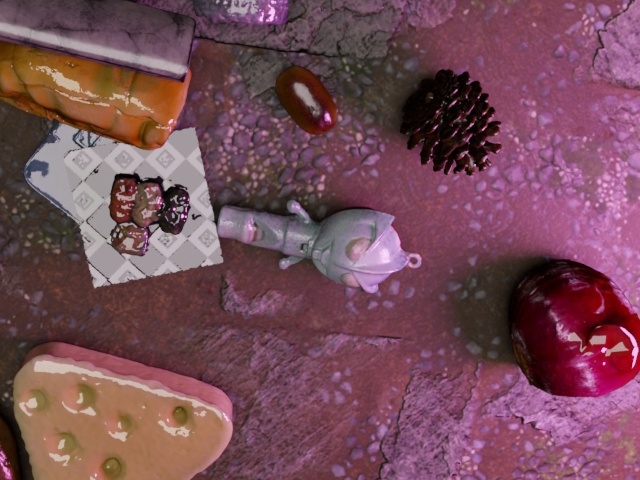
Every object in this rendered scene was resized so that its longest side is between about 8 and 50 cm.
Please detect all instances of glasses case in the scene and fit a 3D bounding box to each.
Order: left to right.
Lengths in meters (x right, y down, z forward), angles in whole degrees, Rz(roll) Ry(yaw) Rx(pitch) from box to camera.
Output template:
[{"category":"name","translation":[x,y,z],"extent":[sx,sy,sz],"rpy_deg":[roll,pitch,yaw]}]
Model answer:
[{"category":"glasses case","translation":[-0.338,-0.311,1.404],"extent":[0.299,0.060,0.114],"rpy_deg":[11,62,-13]}]

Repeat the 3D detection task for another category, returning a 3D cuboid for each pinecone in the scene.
[{"category":"pinecone","translation":[0.221,-0.180,1.555],"extent":[0.163,0.163,0.165],"rpy_deg":[-45,115,7]}]

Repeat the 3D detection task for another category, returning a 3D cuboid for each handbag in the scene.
[{"category":"handbag","translation":[-0.356,-0.108,1.579],"extent":[0.229,0.062,0.179],"rpy_deg":[37,95,-11]}]

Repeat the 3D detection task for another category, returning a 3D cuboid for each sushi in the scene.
[{"category":"sushi","translation":[-0.287,-0.048,1.540],"extent":[0.219,0.047,0.231],"rpy_deg":[-11,102,-4]}]

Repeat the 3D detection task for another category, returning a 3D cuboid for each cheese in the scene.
[{"category":"cheese","translation":[-0.385,0.323,1.655],"extent":[0.383,0.104,0.384],"rpy_deg":[-1,105,-4]}]

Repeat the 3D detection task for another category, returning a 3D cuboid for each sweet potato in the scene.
[{"category":"sweet potato","translation":[-0.575,0.412,1.664],"extent":[0.112,0.112,0.359],"rpy_deg":[-8,101,-2]}]

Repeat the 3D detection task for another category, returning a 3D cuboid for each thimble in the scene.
[{"category":"thimble","translation":[-0.124,-0.388,1.482],"extent":[0.150,0.150,0.098],"rpy_deg":[6,102,-5]}]

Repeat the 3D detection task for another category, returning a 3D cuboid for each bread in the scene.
[{"category":"bread","translation":[-0.354,-0.250,1.479],"extent":[0.294,0.167,0.132],"rpy_deg":[18,142,-6]}]

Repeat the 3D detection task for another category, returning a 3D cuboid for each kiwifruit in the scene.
[{"category":"kiwifruit","translation":[-0.024,-0.231,1.565],"extent":[0.075,0.075,0.124],"rpy_deg":[-39,106,5]}]

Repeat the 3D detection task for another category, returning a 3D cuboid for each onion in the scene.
[{"category":"onion","translation":[0.431,0.146,1.618],"extent":[0.216,0.206,0.207],"rpy_deg":[-24,104,1]}]

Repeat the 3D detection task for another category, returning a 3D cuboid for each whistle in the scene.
[{"category":"whistle","translation":[0.000,0.000,1.602],"extent":[0.346,0.134,0.142],"rpy_deg":[13,143,3]}]

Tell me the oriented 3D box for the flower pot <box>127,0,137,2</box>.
[{"category":"flower pot","translation":[-0.306,-0.455,1.437],"extent":[0.235,0.235,0.148],"rpy_deg":[-48,122,7]}]
